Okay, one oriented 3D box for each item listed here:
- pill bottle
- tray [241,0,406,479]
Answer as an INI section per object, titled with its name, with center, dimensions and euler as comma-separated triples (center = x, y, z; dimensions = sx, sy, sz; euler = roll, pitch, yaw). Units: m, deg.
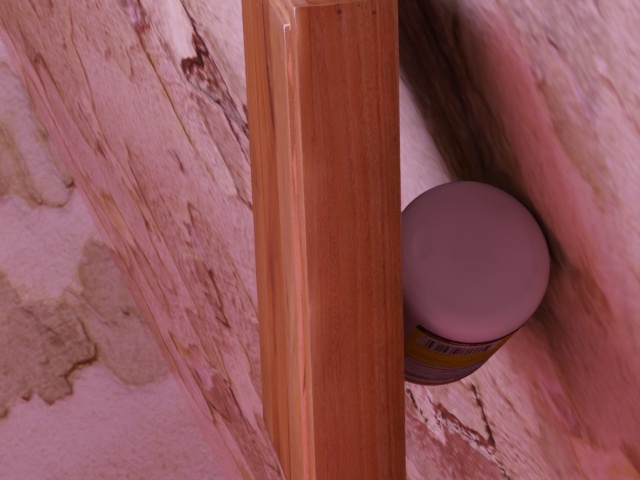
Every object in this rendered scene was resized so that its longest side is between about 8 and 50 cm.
[pill bottle]
center = 0.091, 0.040, 1.406
dimensions = 0.117, 0.117, 0.215
euler = 55, 164, 9
[tray]
center = 0.000, 0.000, 1.341
dimensions = 0.203, 0.076, 0.411
euler = -118, 24, -63
